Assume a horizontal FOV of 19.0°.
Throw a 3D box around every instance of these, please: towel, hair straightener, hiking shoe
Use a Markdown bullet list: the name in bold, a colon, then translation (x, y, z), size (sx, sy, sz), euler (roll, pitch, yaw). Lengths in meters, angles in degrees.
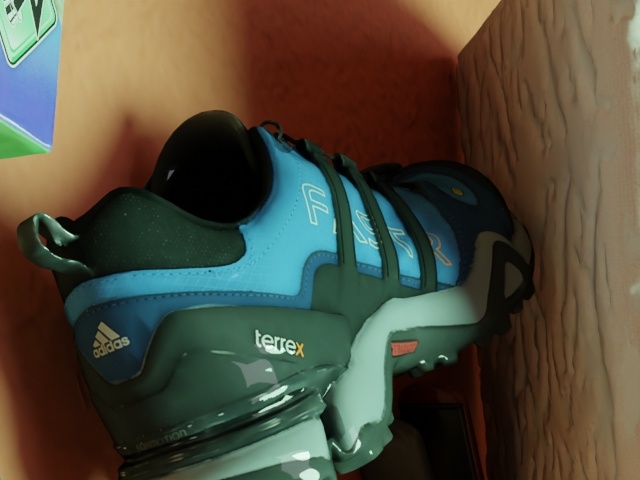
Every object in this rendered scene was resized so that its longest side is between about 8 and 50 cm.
- **towel**: translation (0.119, 0.043, 0.845), size (0.317, 0.053, 0.332), euler (128, -42, -82)
- **hair straightener**: translation (0.048, 0.186, 0.879), size (0.089, 0.047, 0.230), euler (-25, 111, -48)
- **hiking shoe**: translation (0.000, 0.000, 0.753), size (0.132, 0.113, 0.304), euler (65, 24, -8)

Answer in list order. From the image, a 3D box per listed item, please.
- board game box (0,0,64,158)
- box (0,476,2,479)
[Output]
- **board game box**: translation (-0.159, -0.171, 0.523), size (0.317, 0.046, 0.213), euler (38, 50, -64)
- **box**: translation (-0.209, 0.131, 0.322), size (0.191, 0.143, 0.381), euler (68, 30, -25)
